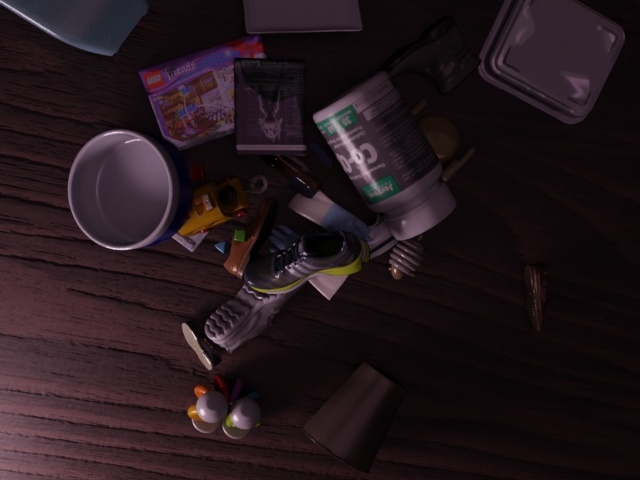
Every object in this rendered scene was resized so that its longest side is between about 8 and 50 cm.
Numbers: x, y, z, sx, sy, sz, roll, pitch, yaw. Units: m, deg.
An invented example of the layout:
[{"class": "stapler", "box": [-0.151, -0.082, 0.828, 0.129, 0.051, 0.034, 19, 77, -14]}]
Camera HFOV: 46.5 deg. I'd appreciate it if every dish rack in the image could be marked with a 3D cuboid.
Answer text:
[{"class": "dish rack", "box": [0.586, -0.474, 1.847, 0.333, 0.072, 0.285, 25, 93, -13]}]

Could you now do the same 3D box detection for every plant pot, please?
[{"class": "plant pot", "box": [-0.511, -0.528, 1.580, 0.252, 0.248, 0.247, 37, 90, -28]}]

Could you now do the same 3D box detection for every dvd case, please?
[{"class": "dvd case", "box": [-0.115, -0.308, 1.716, 0.165, 0.018, 0.221, -1, 93, -12]}]

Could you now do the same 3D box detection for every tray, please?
[{"class": "tray", "box": [-0.044, -0.537, 1.733, 0.271, 0.030, 0.145, -4, 68, -9]}]

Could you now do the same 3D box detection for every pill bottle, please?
[{"class": "pill bottle", "box": [0.158, -0.195, 1.746, 0.204, 0.204, 0.361, -34, 101, -3]}]

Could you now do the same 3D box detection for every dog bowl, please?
[{"class": "dog bowl", "box": [-0.422, -0.113, 1.661, 0.265, 0.104, 0.264, 1, 93, 17]}]

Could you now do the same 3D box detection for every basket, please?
[{"class": "basket", "box": [0.099, 0.428, 1.855, 0.204, 0.154, 0.226, 34, 88, -10]}]

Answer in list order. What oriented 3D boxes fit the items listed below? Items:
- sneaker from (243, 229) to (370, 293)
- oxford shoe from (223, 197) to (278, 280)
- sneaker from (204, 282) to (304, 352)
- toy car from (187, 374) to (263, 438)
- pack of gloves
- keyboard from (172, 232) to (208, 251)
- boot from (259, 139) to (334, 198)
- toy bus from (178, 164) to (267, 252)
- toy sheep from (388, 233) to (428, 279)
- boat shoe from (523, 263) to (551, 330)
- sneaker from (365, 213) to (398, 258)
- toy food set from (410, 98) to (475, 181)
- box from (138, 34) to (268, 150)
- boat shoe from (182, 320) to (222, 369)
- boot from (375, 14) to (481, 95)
[{"class": "sneaker", "box": [-0.043, 0.036, 1.710, 0.300, 0.121, 0.111, -18, 59, 12]}, {"class": "oxford shoe", "box": [-0.169, -0.015, 1.789, 0.076, 0.076, 0.212, 27, 87, 18]}, {"class": "sneaker", "box": [-0.149, 0.162, 1.818, 0.281, 0.105, 0.115, -36, 138, -9]}, {"class": "toy car", "box": [-0.225, 0.396, 1.812, 0.182, 0.159, 0.136, 14, 59, -10]}, {"class": "pack of gloves", "box": [0.000, 0.000, 1.800, 0.232, 0.046, 0.195, 38, 94, 19]}, {"class": "keyboard", "box": [-0.385, -0.077, 1.774, 0.256, 0.014, 0.072, 38, 85, -12]}, {"class": "boot", "box": [-0.068, -0.209, 1.789, 0.219, 0.082, 0.106, 45, 64, -4]}, {"class": "toy bus", "box": [-0.249, -0.085, 1.717, 0.191, 0.104, 0.202, 21, 94, 10]}, {"class": "toy sheep", "box": [0.219, 0.038, 1.851, 0.091, 0.091, 0.132, 29, 89, -12]}, {"class": "boat shoe", "box": [0.571, 0.147, 1.932, 0.060, 0.064, 0.177, -7, 96, -6]}, {"class": "sneaker", "box": [0.074, 0.023, 1.833, 0.235, 0.090, 0.094, -30, 89, -8]}, {"class": "toy food set", "box": [0.279, -0.248, 1.848, 0.132, 0.038, 0.192, -44, 92, -7]}, {"class": "box", "box": [-0.248, -0.341, 1.734, 0.294, 0.057, 0.200, -19, 101, -6]}, {"class": "boat shoe", "box": [-0.291, 0.251, 1.820, 0.042, 0.049, 0.133, -37, 94, -36]}, {"class": "boot", "box": [0.266, -0.413, 1.800, 0.247, 0.083, 0.161, -37, 108, -1]}]
